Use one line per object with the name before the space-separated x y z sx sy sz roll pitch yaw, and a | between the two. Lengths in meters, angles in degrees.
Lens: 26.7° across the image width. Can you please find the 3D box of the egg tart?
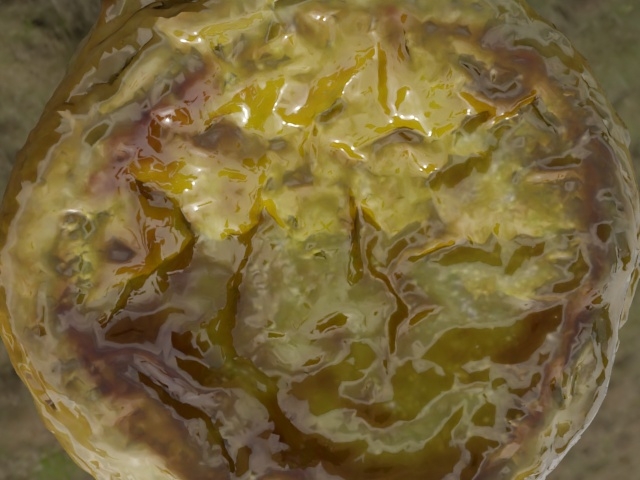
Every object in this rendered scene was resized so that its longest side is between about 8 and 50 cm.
egg tart | 0.004 0.002 0.699 0.341 0.341 0.129 -31 -166 1
